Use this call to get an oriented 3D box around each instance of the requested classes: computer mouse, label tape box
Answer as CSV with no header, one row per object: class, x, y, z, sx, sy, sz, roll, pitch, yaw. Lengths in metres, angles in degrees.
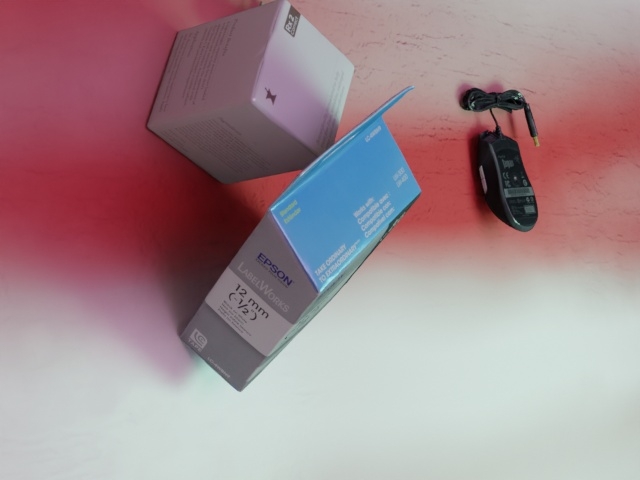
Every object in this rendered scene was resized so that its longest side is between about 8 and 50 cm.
computer mouse,0.327,-0.140,2.073,0.184,0.060,0.262,-13,83,-47
label tape box,0.000,0.000,1.422,0.115,0.348,0.249,44,45,3

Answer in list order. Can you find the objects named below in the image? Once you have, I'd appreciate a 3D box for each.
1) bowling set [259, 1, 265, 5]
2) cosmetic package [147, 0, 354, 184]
bowling set,-0.019,-0.397,1.571,0.154,0.199,0.287,-29,113,-68
cosmetic package,-0.085,-0.179,1.471,0.151,0.183,0.151,38,57,-41
